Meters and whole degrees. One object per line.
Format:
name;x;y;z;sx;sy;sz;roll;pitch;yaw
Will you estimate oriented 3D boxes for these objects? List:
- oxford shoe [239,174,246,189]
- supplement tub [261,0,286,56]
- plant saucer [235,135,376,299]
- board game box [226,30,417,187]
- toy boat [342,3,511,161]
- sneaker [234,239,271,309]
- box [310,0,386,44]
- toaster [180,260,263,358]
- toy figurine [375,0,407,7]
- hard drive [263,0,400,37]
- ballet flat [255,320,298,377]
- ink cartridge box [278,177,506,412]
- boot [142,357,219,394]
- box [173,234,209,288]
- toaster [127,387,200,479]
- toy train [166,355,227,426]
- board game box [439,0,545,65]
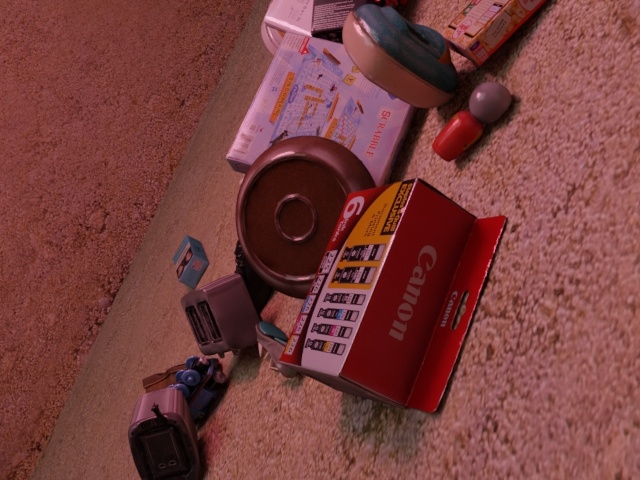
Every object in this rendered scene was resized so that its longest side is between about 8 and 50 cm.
oxford shoe;-0.117;-0.136;1.530;0.449;0.129;0.169;-102;11;-53
supplement tub;-0.021;-0.691;2.066;0.316;0.228;0.229;-32;36;50
plant saucer;-0.037;-0.041;1.281;0.311;0.310;0.050;-54;-17;18
board game box;0.018;-0.246;1.386;0.066;0.317;0.319;63;-132;-66
toy boat;0.192;-0.287;1.188;0.148;0.267;0.318;-47;57;25
sneaker;-0.157;0.060;1.603;0.286;0.130;0.109;-54;25;20
box;0.075;-0.593;1.685;0.143;0.165;0.271;-1;74;20
toaster;-0.213;0.162;1.522;0.110;0.186;0.168;-22;0;-34
toy figurine;0.264;-0.699;1.649;0.217;0.191;0.363;-7;55;29
hard drive;0.030;-0.616;1.824;0.210;0.318;0.040;-62;-21;-2
ballet flat;-0.092;0.215;1.355;0.068;0.072;0.213;-66;23;-1
ink cartridge box;0.100;0.075;1.026;0.271;0.130;0.310;-8;56;62
boot;-0.340;0.368;1.721;0.305;0.112;0.115;-31;66;44
box;-0.432;0.067;2.281;0.101;0.060;0.244;-59;22;6
toaster;-0.335;0.418;1.475;0.129;0.227;0.146;-15;19;-5
toy train;-0.290;0.346;1.581;0.184;0.105;0.080;-53;16;20
board game box;0.311;-0.405;1.205;0.193;0.045;0.147;-44;25;12
